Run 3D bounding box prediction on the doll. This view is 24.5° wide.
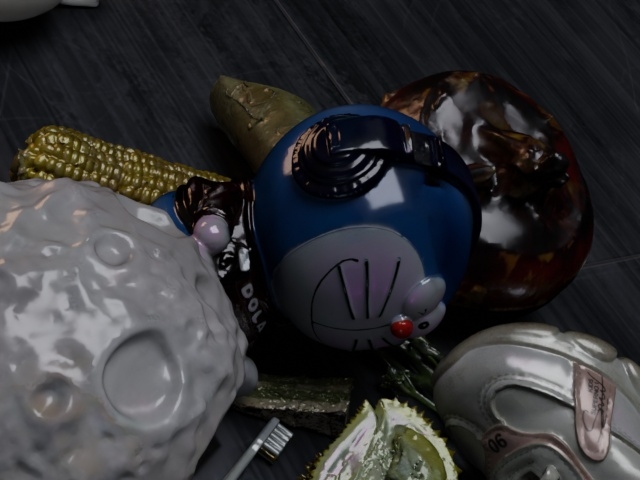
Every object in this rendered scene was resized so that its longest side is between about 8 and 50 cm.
[{"bbox_3d":[0.000,0.000,1.398,0.310,0.284,0.240,-13,54,6],"label":"doll"}]

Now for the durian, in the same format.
[{"bbox_3d":[0.041,0.253,1.349,0.208,0.102,0.146,-39,67,-23],"label":"durian"}]

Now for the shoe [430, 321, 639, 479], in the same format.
[{"bbox_3d":[0.250,0.227,1.349,0.351,0.172,0.198,31,45,-2],"label":"shoe"}]

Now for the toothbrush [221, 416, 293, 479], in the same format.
[{"bbox_3d":[-0.112,0.263,1.300,0.030,0.025,0.342,35,40,7],"label":"toothbrush"}]

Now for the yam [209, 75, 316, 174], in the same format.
[{"bbox_3d":[-0.046,-0.113,1.625,0.106,0.106,0.259,6,26,-23],"label":"yam"}]

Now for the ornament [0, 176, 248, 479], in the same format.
[{"bbox_3d":[-0.231,0.109,1.160,0.337,0.337,0.337,15,41,-14],"label":"ornament"}]

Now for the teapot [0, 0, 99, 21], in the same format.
[{"bbox_3d":[-0.370,-0.329,1.712,0.300,0.166,0.208,7,36,-33],"label":"teapot"}]

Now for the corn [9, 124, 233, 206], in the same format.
[{"bbox_3d":[-0.179,-0.048,1.535,0.292,0.101,0.101,12,42,-21],"label":"corn"}]

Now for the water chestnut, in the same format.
[{"bbox_3d":[0.172,-0.055,1.604,0.300,0.300,0.300,15,41,-14],"label":"water chestnut"}]

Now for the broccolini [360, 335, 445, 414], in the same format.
[{"bbox_3d":[0.146,0.201,1.483,0.074,0.079,0.392,-37,64,-2],"label":"broccolini"}]

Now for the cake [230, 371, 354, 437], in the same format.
[{"bbox_3d":[-0.032,0.151,1.443,0.140,0.055,0.051,15,47,-11],"label":"cake"}]
